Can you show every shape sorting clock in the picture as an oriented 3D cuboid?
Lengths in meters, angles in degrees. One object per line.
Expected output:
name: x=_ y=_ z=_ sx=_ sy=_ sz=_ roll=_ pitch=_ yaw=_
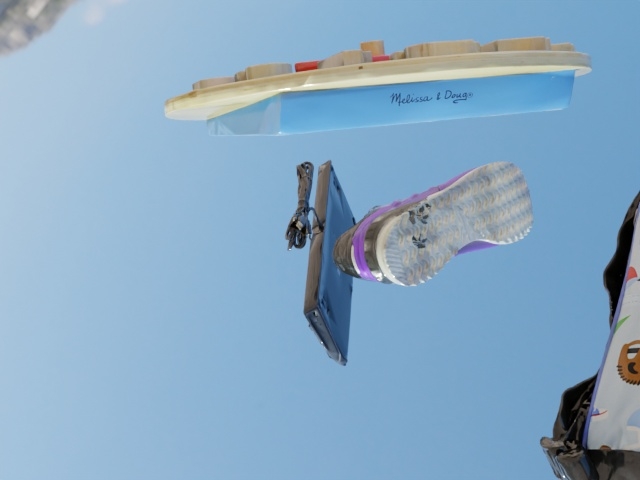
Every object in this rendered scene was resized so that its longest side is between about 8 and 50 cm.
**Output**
shape sorting clock: x=0.027 y=-0.077 z=0.611 sx=0.206 sy=0.206 sz=0.040 roll=7 pitch=-77 yaw=60

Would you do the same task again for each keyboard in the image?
keyboard: x=0.000 y=0.000 z=1.658 sx=0.033 sy=0.201 sz=0.317 roll=-14 pitch=-145 yaw=14

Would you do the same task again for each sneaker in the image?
sneaker: x=0.129 y=-0.022 z=1.517 sx=0.293 sy=0.102 sz=0.146 roll=-20 pitch=-171 yaw=-41

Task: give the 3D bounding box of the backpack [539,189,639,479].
backpack: x=0.290 y=0.086 z=0.847 sx=0.213 sy=0.276 sz=0.263 roll=-5 pitch=-118 yaw=29
